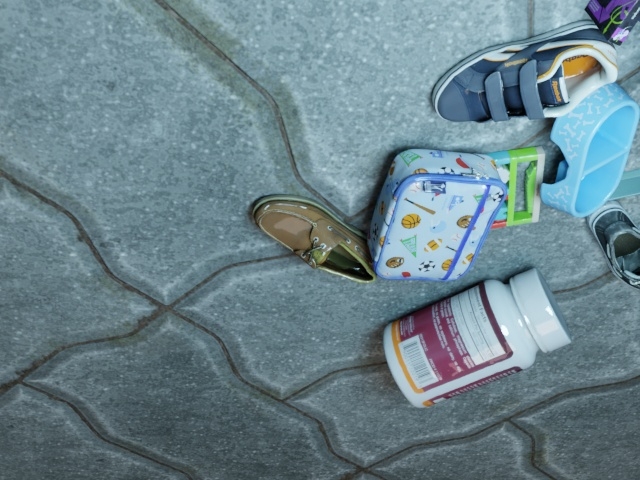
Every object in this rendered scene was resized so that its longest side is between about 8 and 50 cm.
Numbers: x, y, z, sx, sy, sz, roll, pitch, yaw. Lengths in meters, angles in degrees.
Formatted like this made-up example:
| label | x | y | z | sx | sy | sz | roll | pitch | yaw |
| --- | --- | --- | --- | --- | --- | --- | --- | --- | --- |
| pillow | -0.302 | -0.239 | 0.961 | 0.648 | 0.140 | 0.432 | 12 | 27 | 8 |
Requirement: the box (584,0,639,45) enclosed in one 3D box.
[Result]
| label | x | y | z | sx | sy | sz | roll | pitch | yaw |
| --- | --- | --- | --- | --- | --- | --- | --- | --- | --- |
| box | 0.497 | -0.411 | 1.103 | 0.029 | 0.116 | 0.162 | 15 | 130 | -17 |

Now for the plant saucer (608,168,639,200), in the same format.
| label | x | y | z | sx | sy | sz | roll | pitch | yaw |
| --- | --- | --- | --- | --- | --- | --- | --- | --- | --- |
| plant saucer | 0.624 | -0.111 | 1.475 | 0.192 | 0.018 | 0.067 | -12 | 134 | 5 |

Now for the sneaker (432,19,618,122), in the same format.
| label | x | y | z | sx | sy | sz | roll | pitch | yaw |
| --- | --- | --- | --- | --- | --- | --- | --- | --- | --- |
| sneaker | 0.356 | -0.277 | 1.215 | 0.321 | 0.128 | 0.126 | -21 | 134 | 16 |

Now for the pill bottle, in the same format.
| label | x | y | z | sx | sy | sz | roll | pitch | yaw |
| --- | --- | --- | --- | --- | --- | --- | --- | --- | --- |
| pill bottle | 0.365 | 0.226 | 1.632 | 0.392 | 0.224 | 0.224 | -26 | 131 | 19 |

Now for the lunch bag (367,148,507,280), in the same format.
| label | x | y | z | sx | sy | sz | roll | pitch | yaw |
| --- | --- | --- | --- | --- | --- | --- | --- | --- | --- |
| lunch bag | 0.235 | -0.047 | 1.392 | 0.243 | 0.115 | 0.303 | 5 | 135 | -12 |

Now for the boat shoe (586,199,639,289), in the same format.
| label | x | y | z | sx | sy | sz | roll | pitch | yaw |
| --- | --- | --- | --- | --- | --- | --- | --- | --- | --- |
| boat shoe | 0.705 | 0.045 | 1.562 | 0.121 | 0.119 | 0.335 | -36 | 127 | 26 |

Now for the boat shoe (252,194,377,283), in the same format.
| label | x | y | z | sx | sy | sz | roll | pitch | yaw |
| --- | --- | --- | --- | --- | --- | --- | --- | --- | --- |
| boat shoe | 0.000 | 0.000 | 1.458 | 0.307 | 0.104 | 0.111 | 21 | 129 | -23 |

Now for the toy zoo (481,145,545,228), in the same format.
| label | x | y | z | sx | sy | sz | roll | pitch | yaw |
| --- | --- | --- | --- | --- | --- | --- | --- | --- | --- |
| toy zoo | 0.314 | -0.094 | 1.451 | 0.293 | 0.030 | 0.192 | -9 | 134 | 4 |

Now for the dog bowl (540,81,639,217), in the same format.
| label | x | y | z | sx | sy | sz | roll | pitch | yaw |
| --- | --- | --- | --- | --- | --- | --- | --- | --- | --- |
| dog bowl | 0.518 | -0.165 | 1.322 | 0.165 | 0.074 | 0.297 | -27 | 139 | -18 |
